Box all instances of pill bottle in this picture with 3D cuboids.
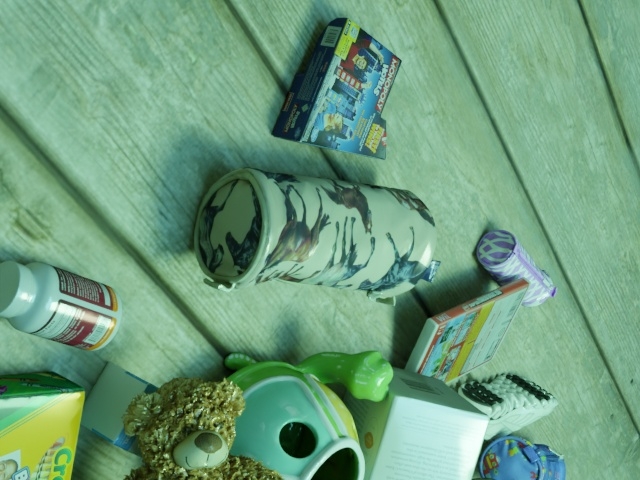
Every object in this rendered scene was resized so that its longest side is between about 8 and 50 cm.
[{"bbox_3d":[-0.319,0.075,1.252,0.152,0.086,0.086,28,82,-48],"label":"pill bottle"}]

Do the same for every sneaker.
[{"bbox_3d":[0.358,0.339,2.071,0.292,0.110,0.118,2,113,-43],"label":"sneaker"}]

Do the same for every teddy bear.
[{"bbox_3d":[-0.163,0.345,1.319,0.245,0.113,0.337,19,99,-11],"label":"teddy bear"}]

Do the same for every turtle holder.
[{"bbox_3d":[-0.040,0.301,1.522,0.320,0.227,0.243,-15,113,-43],"label":"turtle holder"}]

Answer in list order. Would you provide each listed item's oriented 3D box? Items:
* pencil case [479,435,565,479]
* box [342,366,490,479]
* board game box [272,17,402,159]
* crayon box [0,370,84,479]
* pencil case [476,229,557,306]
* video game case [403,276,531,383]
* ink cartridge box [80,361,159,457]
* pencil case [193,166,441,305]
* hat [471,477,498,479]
[{"bbox_3d":[0.413,0.459,2.094,0.133,0.119,0.306,-41,155,8],"label":"pencil case"},{"bbox_3d":[0.110,0.395,1.677,0.168,0.215,0.345,15,95,-16],"label":"box"},{"bbox_3d":[0.042,-0.204,1.566,0.194,0.060,0.194,28,82,-49],"label":"board game box"},{"bbox_3d":[-0.392,0.302,1.252,0.165,0.081,0.278,3,101,-47],"label":"crayon box"},{"bbox_3d":[0.373,0.057,1.991,0.206,0.088,0.086,38,72,-46],"label":"pencil case"},{"bbox_3d":[0.257,0.183,1.898,0.285,0.025,0.204,-18,139,-43],"label":"video game case"},{"bbox_3d":[-0.232,0.239,1.396,0.143,0.092,0.089,42,72,-45],"label":"ink cartridge box"},{"bbox_3d":[0.000,0.000,1.515,0.410,0.160,0.183,5,85,-48],"label":"pencil case"},{"bbox_3d":[0.205,0.557,1.945,0.331,0.134,0.331,-9,110,-25],"label":"hat"}]
